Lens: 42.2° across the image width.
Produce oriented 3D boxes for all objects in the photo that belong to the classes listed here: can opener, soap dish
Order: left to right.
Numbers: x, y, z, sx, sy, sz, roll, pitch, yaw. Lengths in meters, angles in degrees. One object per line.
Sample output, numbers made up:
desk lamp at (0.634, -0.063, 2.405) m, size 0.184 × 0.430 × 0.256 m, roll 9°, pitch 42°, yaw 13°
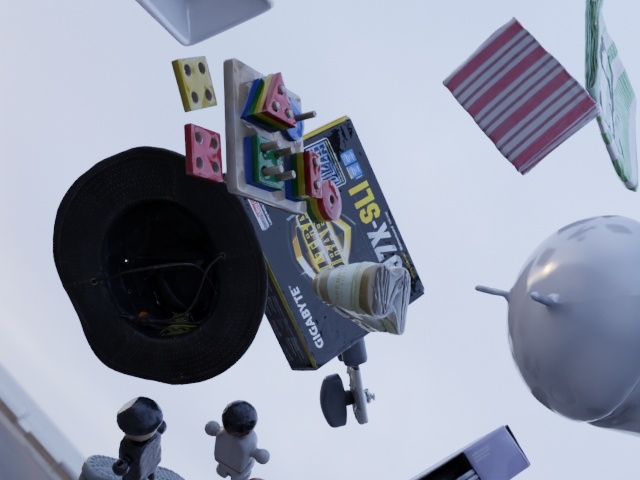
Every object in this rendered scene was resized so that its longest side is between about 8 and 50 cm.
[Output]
soap dish at (-0.225, -0.486, 1.508) m, size 0.291 × 0.229 × 0.118 m, roll 36°, pitch 34°, yaw -73°
can opener at (0.040, 0.199, 1.475) m, size 0.074 × 0.093 × 0.280 m, roll -167°, pitch -110°, yaw -72°

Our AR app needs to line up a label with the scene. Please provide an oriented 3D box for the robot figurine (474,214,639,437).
robot figurine at (0.332, 0.094, 0.803) m, size 0.354 × 0.199 × 0.300 m, roll 16°, pitch -16°, yaw -12°

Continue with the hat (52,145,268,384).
hat at (-0.205, 0.030, 1.171) m, size 0.331 × 0.331 × 0.134 m, roll 47°, pitch 17°, yaw 4°

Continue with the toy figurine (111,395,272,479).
toy figurine at (-0.161, 0.304, 1.062) m, size 0.213 × 0.210 × 0.148 m, roll -107°, pitch -159°, yaw -53°

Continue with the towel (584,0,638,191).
towel at (0.547, -0.270, 1.553) m, size 0.038 × 0.247 × 0.325 m, roll -7°, pitch -35°, yaw 29°

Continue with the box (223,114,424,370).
box at (0.000, 0.000, 1.289) m, size 0.079 × 0.257 × 0.322 m, roll -13°, pitch -76°, yaw 53°

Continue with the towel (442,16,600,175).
towel at (0.286, -0.209, 1.198) m, size 0.197 × 0.144 × 0.029 m, roll 54°, pitch 14°, yaw 21°

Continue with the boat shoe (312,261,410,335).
boat shoe at (0.039, 0.045, 0.667) m, size 0.048 × 0.056 × 0.153 m, roll 5°, pitch -6°, yaw 19°

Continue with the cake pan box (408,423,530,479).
cake pan box at (0.137, 0.354, 1.127) m, size 0.070 × 0.246 × 0.267 m, roll 56°, pitch -18°, yaw 16°

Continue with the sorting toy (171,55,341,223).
sorting toy at (-0.044, -0.104, 0.819) m, size 0.046 × 0.132 × 0.274 m, roll -9°, pitch -13°, yaw 27°

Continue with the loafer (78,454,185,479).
loafer at (-0.279, 0.400, 1.280) m, size 0.251 × 0.087 × 0.094 m, roll 34°, pitch 1°, yaw -40°
